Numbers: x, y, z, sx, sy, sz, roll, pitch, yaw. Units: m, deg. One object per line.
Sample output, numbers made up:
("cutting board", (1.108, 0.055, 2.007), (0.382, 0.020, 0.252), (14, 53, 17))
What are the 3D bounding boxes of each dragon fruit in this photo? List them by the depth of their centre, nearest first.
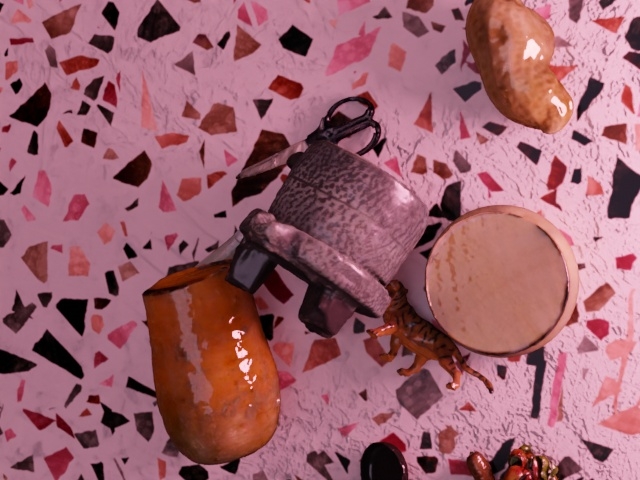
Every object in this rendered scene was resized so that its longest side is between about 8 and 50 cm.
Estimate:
("dragon fruit", (0.355, 0.429, 1.714), (0.138, 0.142, 0.175), (-14, 64, 54))

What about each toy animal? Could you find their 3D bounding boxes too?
("toy animal", (0.194, 0.187, 1.783), (0.255, 0.114, 0.116), (35, 70, 11))

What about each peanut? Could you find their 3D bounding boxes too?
("peanut", (0.325, -0.289, 1.683), (0.137, 0.122, 0.253), (-18, 89, 12))

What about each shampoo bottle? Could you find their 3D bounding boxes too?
("shampoo bottle", (-0.189, 0.045, 1.934), (0.191, 0.041, 0.069), (-46, 75, 16))

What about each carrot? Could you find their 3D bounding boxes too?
("carrot", (0.298, 0.441, 1.781), (0.035, 0.035, 0.165), (-27, 86, 20))
("carrot", (-0.196, 0.219, 1.842), (0.224, 0.224, 0.341), (-12, 98, 21))

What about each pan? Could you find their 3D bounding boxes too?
("pan", (0.084, 0.443, 1.850), (0.212, 0.040, 0.115), (-43, 53, 33))

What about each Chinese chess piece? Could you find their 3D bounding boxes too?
("Chinese chess piece", (0.301, 0.068, 1.720), (0.257, 0.104, 0.257), (1, 94, 20))

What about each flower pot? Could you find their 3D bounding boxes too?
("flower pot", (0.000, 0.000, 1.704), (0.299, 0.299, 0.283), (31, 86, 16))

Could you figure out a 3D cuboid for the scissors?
("scissors", (-0.030, -0.169, 1.874), (0.300, 0.022, 0.109), (-21, 82, 20))
